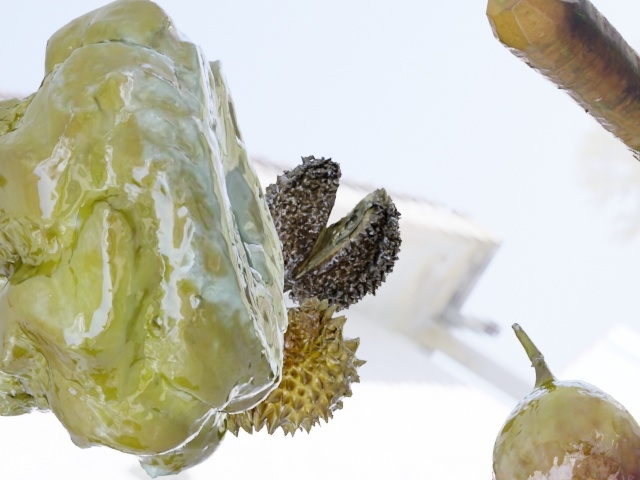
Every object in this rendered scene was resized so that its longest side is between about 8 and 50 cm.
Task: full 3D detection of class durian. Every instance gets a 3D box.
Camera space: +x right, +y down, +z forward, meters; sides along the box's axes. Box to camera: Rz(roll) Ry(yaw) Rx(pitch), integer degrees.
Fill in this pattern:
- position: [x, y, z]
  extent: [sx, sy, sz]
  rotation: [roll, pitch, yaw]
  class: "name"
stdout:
- position: [-0.050, 0.146, 1.950]
  extent: [0.183, 0.138, 0.249]
  rotation: [-62, 20, -13]
  class: "durian"
- position: [0.000, 0.000, 2.214]
  extent: [0.196, 0.196, 0.167]
  rotation: [-56, -7, -11]
  class: "durian"

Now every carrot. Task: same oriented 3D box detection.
- position: [0.237, -0.094, 1.358]
  extent: [0.066, 0.314, 0.066]
  rotation: [-34, 36, 29]
  class: "carrot"

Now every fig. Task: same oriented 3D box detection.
- position: [0.228, 0.181, 1.791]
  extent: [0.159, 0.159, 0.257]
  rotation: [113, 151, -42]
  class: "fig"

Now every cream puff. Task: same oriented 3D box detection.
- position: [-0.181, 0.013, 1.467]
  extent: [0.378, 0.275, 0.378]
  rotation: [-12, -90, -85]
  class: "cream puff"
